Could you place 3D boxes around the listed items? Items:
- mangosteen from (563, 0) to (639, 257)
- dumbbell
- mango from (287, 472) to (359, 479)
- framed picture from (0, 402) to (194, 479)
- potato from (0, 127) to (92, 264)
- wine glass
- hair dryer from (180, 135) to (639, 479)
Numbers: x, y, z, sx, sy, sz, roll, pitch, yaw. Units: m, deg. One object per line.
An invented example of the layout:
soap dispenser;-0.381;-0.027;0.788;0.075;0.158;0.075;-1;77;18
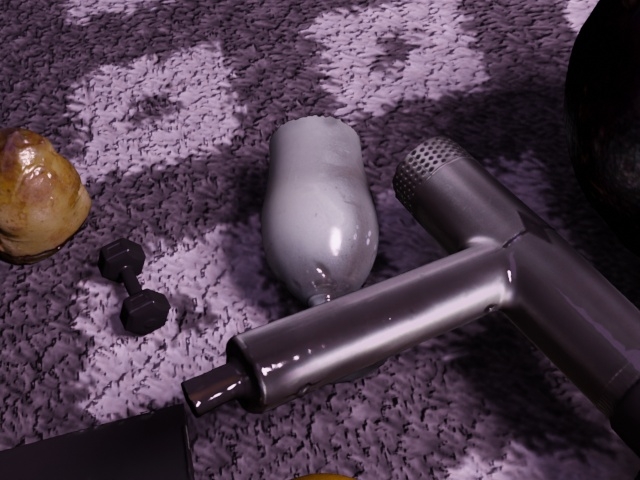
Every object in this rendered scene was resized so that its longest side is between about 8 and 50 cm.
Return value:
mangosteen;0.301;-0.087;0.548;0.288;0.288;0.288;-5;53;7
dumbbell;-0.151;0.037;0.694;0.036;0.040;0.083;-6;46;-33
mango;-0.006;0.258;0.424;0.211;0.173;0.317;5;43;14
framed picture;-0.237;0.260;0.558;0.339;0.014;0.255;-15;52;-2
potato;-0.257;-0.037;0.728;0.096;0.103;0.066;-7;50;6
wine glass;0.000;0.000;0.659;0.093;0.093;0.202;-7;52;5
hair dryer;0.096;0.095;0.522;0.284;0.155;0.320;-37;57;-21
